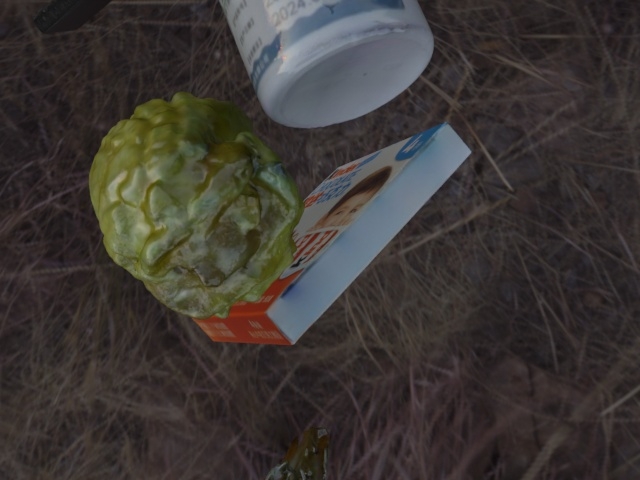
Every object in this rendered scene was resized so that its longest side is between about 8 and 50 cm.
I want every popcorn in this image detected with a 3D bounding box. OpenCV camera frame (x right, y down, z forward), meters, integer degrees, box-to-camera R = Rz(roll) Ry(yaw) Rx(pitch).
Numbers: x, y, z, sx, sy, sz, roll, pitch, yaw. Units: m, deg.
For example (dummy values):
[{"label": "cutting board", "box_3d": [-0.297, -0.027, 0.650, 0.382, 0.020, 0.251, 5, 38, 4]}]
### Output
[{"label": "popcorn", "box_3d": [-0.084, -0.025, 0.687, 0.173, 0.173, 0.142, 30, 107, -13]}]

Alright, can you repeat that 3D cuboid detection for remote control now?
[{"label": "remote control", "box_3d": [-0.207, -0.259, 0.917, 0.063, 0.245, 0.025, -23, 94, -41]}]

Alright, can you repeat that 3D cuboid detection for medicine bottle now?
[{"label": "medicine bottle", "box_3d": [-0.019, -0.216, 0.705, 0.139, 0.139, 0.237, -23, 75, 4]}]

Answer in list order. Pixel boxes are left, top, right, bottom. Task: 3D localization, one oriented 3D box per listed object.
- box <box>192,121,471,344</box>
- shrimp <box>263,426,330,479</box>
[{"label": "box", "box_3d": [0.000, 0.000, 0.976, 0.048, 0.273, 0.265, 48, 70, -10]}, {"label": "shrimp", "box_3d": [-0.047, 0.237, 0.726, 0.063, 0.287, 0.152, 5, 131, 17]}]
